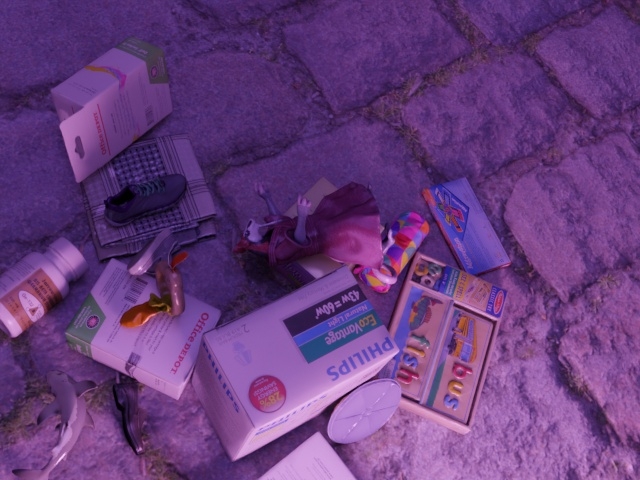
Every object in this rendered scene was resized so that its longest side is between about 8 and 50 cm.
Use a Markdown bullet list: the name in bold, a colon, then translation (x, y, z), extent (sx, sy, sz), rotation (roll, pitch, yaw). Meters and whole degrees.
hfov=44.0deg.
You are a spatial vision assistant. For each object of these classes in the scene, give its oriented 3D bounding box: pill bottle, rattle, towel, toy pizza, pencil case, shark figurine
- **pill bottle**: translation (-0.652, 0.101, 1.814), extent (0.131, 0.131, 0.229), rotation (42, 62, 9)
- **rattle**: translation (-0.362, 0.094, 1.707), extent (0.142, 0.200, 0.130), rotation (-3, 63, -16)
- **towel**: translation (-0.443, -0.117, 2.016), extent (0.312, 0.056, 0.324), rotation (-13, 69, -19)
- **toy pizza**: translation (0.098, 0.387, 1.825), extent (0.201, 0.201, 0.032), rotation (-21, 46, -22)
- **pencil case**: translation (0.191, 0.026, 2.072), extent (0.104, 0.104, 0.236), rotation (37, 60, 6)
- **shark figurine**: translation (-0.539, 0.411, 1.711), extent (0.166, 0.116, 0.278), rotation (-11, 53, 18)

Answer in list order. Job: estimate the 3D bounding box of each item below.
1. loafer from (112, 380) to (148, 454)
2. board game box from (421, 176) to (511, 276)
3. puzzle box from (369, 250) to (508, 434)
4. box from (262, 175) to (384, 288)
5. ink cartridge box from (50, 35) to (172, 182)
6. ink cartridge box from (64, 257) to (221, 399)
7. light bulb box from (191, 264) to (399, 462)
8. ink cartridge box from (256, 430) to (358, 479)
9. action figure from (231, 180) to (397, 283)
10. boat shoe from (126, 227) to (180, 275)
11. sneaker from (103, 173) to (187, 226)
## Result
- **loafer**: translation (-0.413, 0.392, 1.768), extent (0.061, 0.062, 0.170), rotation (-12, 69, -24)
- **board game box**: translation (0.402, -0.037, 2.193), extent (0.145, 0.027, 0.281), rotation (-16, 69, -22)
- **puzzle box**: translation (0.304, 0.253, 2.012), extent (0.272, 0.052, 0.409), rotation (23, 61, -2)
- **box**: translation (0.000, 0.000, 2.028), extent (0.213, 0.117, 0.243), rotation (40, 61, 7)
- **ink cartridge box**: translation (-0.539, -0.330, 1.982), extent (0.119, 0.207, 0.353), rotation (27, 53, 21)
- **ink cartridge box**: translation (-0.403, 0.206, 1.826), extent (0.289, 0.121, 0.211), rotation (26, 61, 1)
- **light bulb box**: translation (-0.071, 0.277, 1.735), extent (0.357, 0.361, 0.225), rotation (-25, 72, -23)
- **ink cartridge box**: translation (-0.031, 0.646, 1.729), extent (0.330, 0.071, 0.324), rotation (-34, 77, -22)
- **action figure**: translation (-0.029, -0.010, 1.893), extent (0.370, 0.248, 0.276), rotation (-16, 111, -8)
- **boat shoe**: translation (-0.377, 0.039, 1.850), extent (0.081, 0.079, 0.227), rotation (49, 18, -10)
- **sneaker**: translation (-0.424, -0.111, 1.939), extent (0.223, 0.098, 0.083), rotation (-32, 73, -22)
